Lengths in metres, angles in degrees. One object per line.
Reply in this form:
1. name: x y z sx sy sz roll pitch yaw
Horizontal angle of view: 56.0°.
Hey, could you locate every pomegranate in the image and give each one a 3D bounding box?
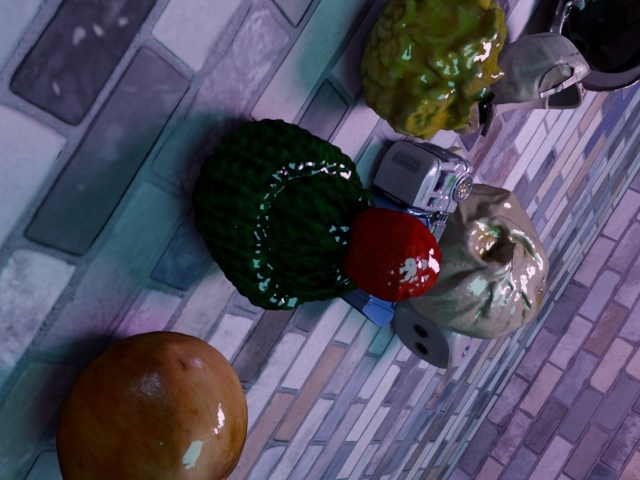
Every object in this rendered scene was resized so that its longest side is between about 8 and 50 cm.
1. pomegranate: -0.207 0.262 0.802 0.252 0.270 0.229 -53 157 5

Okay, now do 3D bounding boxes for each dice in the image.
1. dice: 0.307 0.188 1.513 0.193 0.194 0.192 -41 145 -29

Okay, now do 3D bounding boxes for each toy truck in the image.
1. toy truck: 0.148 -0.012 1.173 0.175 0.146 0.367 3 114 -50

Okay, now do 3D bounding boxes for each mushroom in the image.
1. mushroom: 0.278 -0.289 1.212 0.059 0.054 0.202 -57 143 -13

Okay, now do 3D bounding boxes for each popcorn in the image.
1. popcorn: 0.183 -0.274 0.928 0.249 0.225 0.249 -38 142 -38

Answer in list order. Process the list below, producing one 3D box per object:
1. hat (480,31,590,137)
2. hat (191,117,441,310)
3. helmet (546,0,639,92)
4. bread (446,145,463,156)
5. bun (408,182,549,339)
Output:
1. hat: 0.443 -0.335 1.297 0.232 0.161 0.275 -14 165 1
2. hat: 0.000 0.000 0.804 0.242 0.332 0.274 -55 146 -9
3. helmet: 0.645 -0.499 1.363 0.197 0.271 0.338 -62 173 -78
4. bread: 0.260 -0.160 1.311 0.153 0.028 0.068 -23 132 -45
5. bun: 0.362 0.034 1.322 0.365 0.365 0.219 -39 -174 -28
